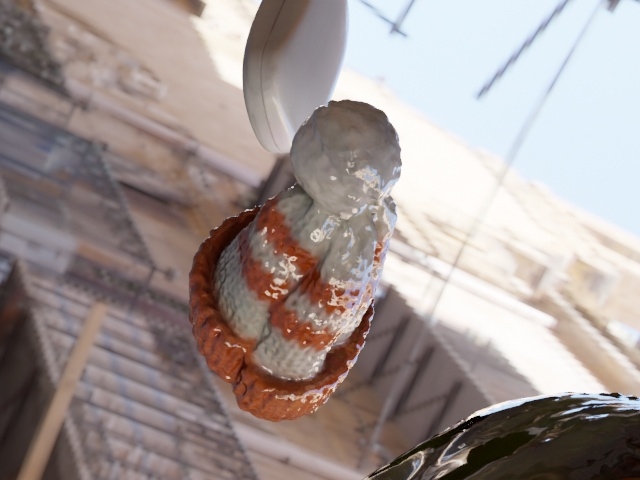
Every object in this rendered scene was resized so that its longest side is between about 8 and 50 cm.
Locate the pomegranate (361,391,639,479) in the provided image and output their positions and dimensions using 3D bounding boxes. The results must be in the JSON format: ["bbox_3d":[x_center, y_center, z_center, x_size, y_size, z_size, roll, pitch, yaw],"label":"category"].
[{"bbox_3d":[0.116,0.136,0.465,0.222,0.276,0.204,-145,-142,-74],"label":"pomegranate"}]

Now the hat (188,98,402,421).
[{"bbox_3d":[0.000,0.000,0.733,0.162,0.093,0.112,-54,-166,48],"label":"hat"}]

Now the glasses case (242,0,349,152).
[{"bbox_3d":[-0.014,-0.131,1.057,0.049,0.076,0.197,-4,-145,16],"label":"glasses case"}]
